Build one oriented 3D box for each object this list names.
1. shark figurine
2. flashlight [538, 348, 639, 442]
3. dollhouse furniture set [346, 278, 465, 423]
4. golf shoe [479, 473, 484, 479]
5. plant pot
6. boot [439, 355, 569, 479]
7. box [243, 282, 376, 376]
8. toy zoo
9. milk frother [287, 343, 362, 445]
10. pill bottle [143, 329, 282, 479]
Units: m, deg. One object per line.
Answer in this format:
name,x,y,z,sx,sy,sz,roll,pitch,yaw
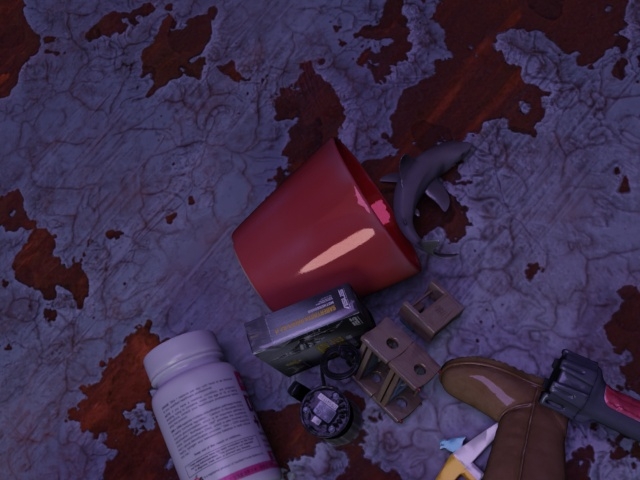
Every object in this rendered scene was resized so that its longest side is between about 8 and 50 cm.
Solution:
shark figurine,0.161,-0.086,1.631,0.166,0.116,0.278,0,50,19
flashlight,0.503,0.264,1.463,0.304,0.103,0.103,27,40,5
dollhouse furniture set,0.163,0.189,1.599,0.183,0.129,0.129,-35,68,-31
golf shoe,0.250,0.432,1.483,0.272,0.105,0.120,-8,52,8
plant pot,0.000,0.000,1.612,0.243,0.275,0.275,-34,70,11
boot,0.276,0.313,1.462,0.236,0.089,0.270,11,41,14
box,-0.007,0.153,1.567,0.183,0.231,0.056,-23,69,4
toy zoo,0.301,0.432,1.527,0.192,0.030,0.293,-46,70,-3
milk frother,0.031,0.259,1.580,0.143,0.135,0.129,-37,70,-1
pill bottle,-0.190,0.306,1.599,0.160,0.160,0.283,-27,71,3
